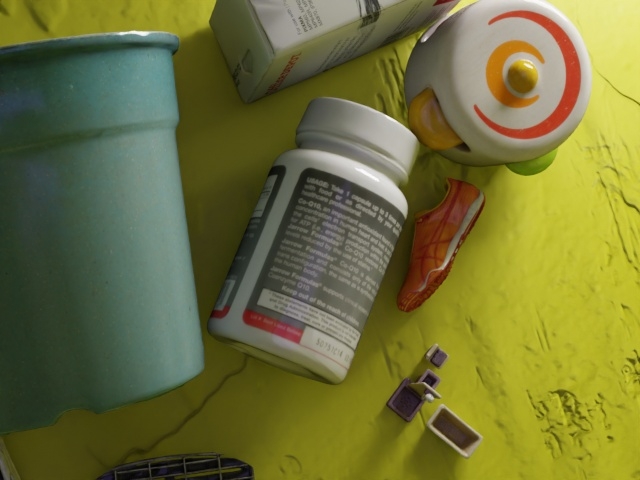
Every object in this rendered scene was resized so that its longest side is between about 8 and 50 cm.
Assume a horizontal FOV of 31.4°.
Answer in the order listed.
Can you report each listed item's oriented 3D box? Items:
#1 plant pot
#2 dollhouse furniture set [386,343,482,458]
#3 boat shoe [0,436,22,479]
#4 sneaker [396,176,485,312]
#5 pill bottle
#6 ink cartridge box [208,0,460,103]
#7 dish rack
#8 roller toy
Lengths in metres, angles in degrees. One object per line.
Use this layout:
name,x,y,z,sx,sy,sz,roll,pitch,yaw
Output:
plant pot,-0.269,-0.004,1.121,0.341,0.341,0.334,-14,94,-14
dollhouse furniture set,0.154,0.187,1.299,0.114,0.081,0.091,40,77,-5
boat shoe,-0.372,0.210,1.179,0.095,0.084,0.258,-36,92,-14
sneaker,0.129,0.006,1.336,0.067,0.064,0.175,27,72,12
pill bottle,0.000,0.000,1.248,0.161,0.161,0.283,24,79,-9
ink cartridge box,0.026,-0.272,1.268,0.273,0.197,0.114,-26,88,-15
dish rack,-0.152,0.367,1.218,0.208,0.074,0.271,-5,83,-14
roller toy,0.203,-0.183,1.311,0.209,0.146,0.191,11,88,-16
